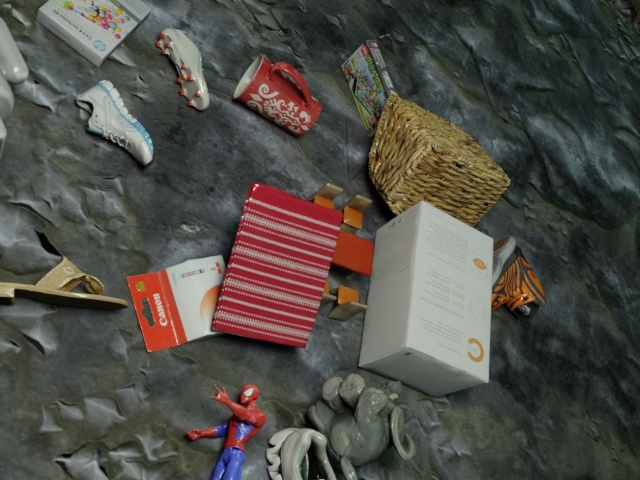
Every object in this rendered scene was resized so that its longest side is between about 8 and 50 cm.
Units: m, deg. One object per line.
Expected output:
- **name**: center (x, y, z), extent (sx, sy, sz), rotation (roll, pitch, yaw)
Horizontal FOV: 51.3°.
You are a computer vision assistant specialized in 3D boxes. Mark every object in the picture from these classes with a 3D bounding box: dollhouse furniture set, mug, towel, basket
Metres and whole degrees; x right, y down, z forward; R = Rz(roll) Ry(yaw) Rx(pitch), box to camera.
- **dollhouse furniture set**: center (0.000, 0.000, 1.355), extent (0.259, 0.135, 0.262), rotation (20, 59, -26)
- **mug**: center (-0.085, -0.308, 1.448), extent (0.169, 0.150, 0.113), rotation (32, 88, -23)
- **towel**: center (-0.076, 0.048, 1.223), extent (0.199, 0.031, 0.274), rotation (17, 88, -26)
- **basket**: center (0.250, -0.165, 1.578), extent (0.299, 0.213, 0.223), rotation (16, 32, -37)

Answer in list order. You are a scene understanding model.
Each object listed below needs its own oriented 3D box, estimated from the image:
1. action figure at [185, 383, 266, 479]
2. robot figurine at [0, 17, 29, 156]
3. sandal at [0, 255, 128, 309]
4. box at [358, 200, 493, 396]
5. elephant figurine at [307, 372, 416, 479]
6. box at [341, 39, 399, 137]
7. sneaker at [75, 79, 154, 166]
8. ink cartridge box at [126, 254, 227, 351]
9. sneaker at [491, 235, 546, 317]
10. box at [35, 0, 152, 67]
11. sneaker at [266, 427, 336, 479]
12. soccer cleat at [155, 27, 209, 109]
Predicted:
- **action figure**: center (-0.175, 0.353, 1.094), extent (0.139, 0.091, 0.280), rotation (38, 52, -27)
- **robot figurine**: center (-0.615, -0.274, 1.026), extent (0.300, 0.200, 0.353), rotation (-24, 83, -41)
- **sandal**: center (-0.427, 0.062, 1.067), extent (0.240, 0.088, 0.079), rotation (6, 71, -27)
- **box**: center (0.233, 0.127, 1.433), extent (0.215, 0.168, 0.345), rotation (26, 55, -22)
- **elephant figurine**: center (0.104, 0.350, 1.253), extent (0.239, 0.169, 0.186), rotation (37, 82, -46)
- **box**: center (0.128, -0.370, 1.634), extent (0.036, 0.114, 0.206), rotation (-11, 74, -37)
- **sneaker**: center (-0.386, -0.207, 1.245), extent (0.083, 0.071, 0.190), rotation (-35, 82, -33)
- **ink cartridge box**: center (-0.240, 0.109, 1.201), extent (0.179, 0.045, 0.145), rotation (-9, 73, -39)
- **sneaker**: center (0.449, 0.131, 1.600), extent (0.180, 0.125, 0.321), rotation (50, 48, -4)
- **box**: center (-0.448, -0.452, 1.331), extent (0.145, 0.038, 0.186), rotation (38, 53, -14)
- **sneaker**: center (-0.018, 0.465, 1.135), extent (0.110, 0.118, 0.292), rotation (1, 69, -36)
- **soccer cleat**: center (-0.270, -0.363, 1.393), extent (0.076, 0.068, 0.196), rotation (-21, 78, -42)
